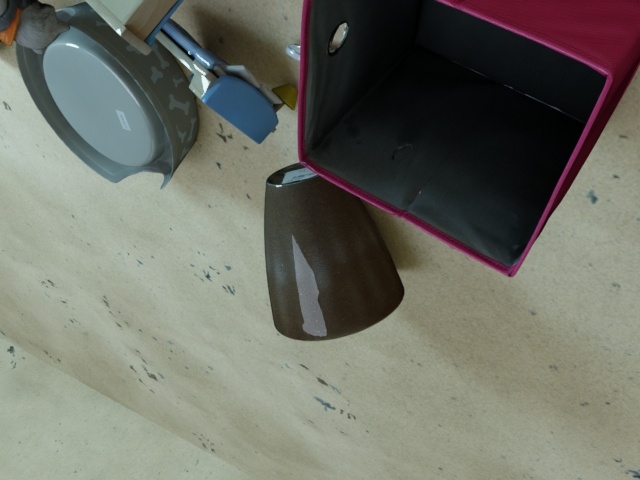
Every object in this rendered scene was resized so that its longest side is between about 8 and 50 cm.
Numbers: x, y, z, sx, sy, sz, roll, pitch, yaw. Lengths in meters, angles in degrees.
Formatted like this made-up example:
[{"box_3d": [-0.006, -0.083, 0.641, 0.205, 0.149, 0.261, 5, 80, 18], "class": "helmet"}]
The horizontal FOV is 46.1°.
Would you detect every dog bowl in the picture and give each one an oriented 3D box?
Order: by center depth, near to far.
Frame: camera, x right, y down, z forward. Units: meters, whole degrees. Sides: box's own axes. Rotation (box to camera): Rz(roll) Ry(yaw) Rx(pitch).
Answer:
[{"box_3d": [-0.357, -0.247, 1.295, 0.348, 0.102, 0.349, 27, 145, 20], "class": "dog bowl"}]

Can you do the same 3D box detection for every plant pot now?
[{"box_3d": [0.000, 0.000, 1.157, 0.215, 0.215, 0.231, 5, 120, 42], "class": "plant pot"}]

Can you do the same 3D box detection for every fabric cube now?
[{"box_3d": [0.156, -0.178, 0.711, 0.259, 0.258, 0.254, 30, 147, 16], "class": "fabric cube"}]

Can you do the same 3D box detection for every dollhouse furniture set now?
[{"box_3d": [-0.162, -0.328, 1.038, 0.286, 0.198, 0.303, 45, -174, 34], "class": "dollhouse furniture set"}]

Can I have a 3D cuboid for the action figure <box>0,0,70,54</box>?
[{"box_3d": [-0.518, -0.397, 1.091, 0.330, 0.178, 0.341, 39, 179, -18], "class": "action figure"}]

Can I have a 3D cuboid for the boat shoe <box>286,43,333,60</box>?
[{"box_3d": [-0.001, -0.250, 0.997, 0.100, 0.035, 0.035, 26, 118, 28], "class": "boat shoe"}]
